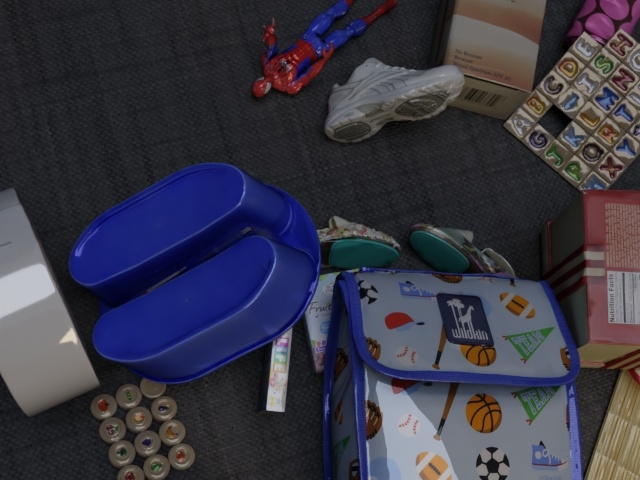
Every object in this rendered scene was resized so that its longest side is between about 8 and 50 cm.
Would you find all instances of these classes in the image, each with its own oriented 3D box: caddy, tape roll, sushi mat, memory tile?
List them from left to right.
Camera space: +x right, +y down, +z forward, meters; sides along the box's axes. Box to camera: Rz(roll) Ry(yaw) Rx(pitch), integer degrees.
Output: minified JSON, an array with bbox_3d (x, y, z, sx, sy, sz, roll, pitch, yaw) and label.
[{"bbox_3d":[-0.382,0.077,1.203,0.100,0.286,0.286,-23,82,-14],"label":"tape roll"},{"bbox_3d":[-0.247,0.265,1.304,0.113,0.012,0.148,-20,66,-18],"label":"memory tile"},{"bbox_3d":[-0.168,0.049,1.280,0.341,0.179,0.241,-27,69,10],"label":"caddy"},{"bbox_3d":[0.511,0.294,1.454,0.151,0.019,0.316,25,74,-3],"label":"sushi mat"}]

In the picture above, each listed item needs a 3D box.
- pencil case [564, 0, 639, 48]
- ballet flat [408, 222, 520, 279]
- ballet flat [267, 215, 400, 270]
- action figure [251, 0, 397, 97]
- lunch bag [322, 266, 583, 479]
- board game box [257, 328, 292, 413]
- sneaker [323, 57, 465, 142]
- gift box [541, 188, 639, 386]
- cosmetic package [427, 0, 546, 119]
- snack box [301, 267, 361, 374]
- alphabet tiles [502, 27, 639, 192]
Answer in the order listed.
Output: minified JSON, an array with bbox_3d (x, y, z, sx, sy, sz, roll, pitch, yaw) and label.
[{"bbox_3d":[0.496,-0.389,1.572,0.098,0.095,0.209,22,73,32],"label":"pencil case"},{"bbox_3d":[0.233,0.033,1.443,0.221,0.077,0.079,38,55,-5],"label":"ballet flat"},{"bbox_3d":[0.000,0.000,1.399,0.241,0.091,0.077,-3,56,-15],"label":"ballet flat"},{"bbox_3d":[0.002,-0.323,1.446,0.280,0.139,0.091,-43,87,-14],"label":"action figure"},{"bbox_3d":[0.175,0.232,1.291,0.328,0.239,0.385,4,77,-14],"label":"lunch bag"},{"bbox_3d":[-0.063,0.167,1.334,0.026,0.103,0.154,7,77,-9],"label":"board game box"},{"bbox_3d":[0.103,-0.235,1.422,0.232,0.090,0.115,-15,67,24],"label":"sneaker"},{"bbox_3d":[0.475,0.078,1.371,0.276,0.258,0.255,7,76,0],"label":"gift box"},{"bbox_3d":[0.271,-0.364,1.504,0.153,0.129,0.296,12,75,-7],"label":"cosmetic package"},{"bbox_3d":[0.025,0.120,1.395,0.100,0.037,0.141,-9,80,-13],"label":"snack box"},{"bbox_3d":[0.447,-0.212,1.514,0.198,0.009,0.237,40,99,0],"label":"alphabet tiles"}]
